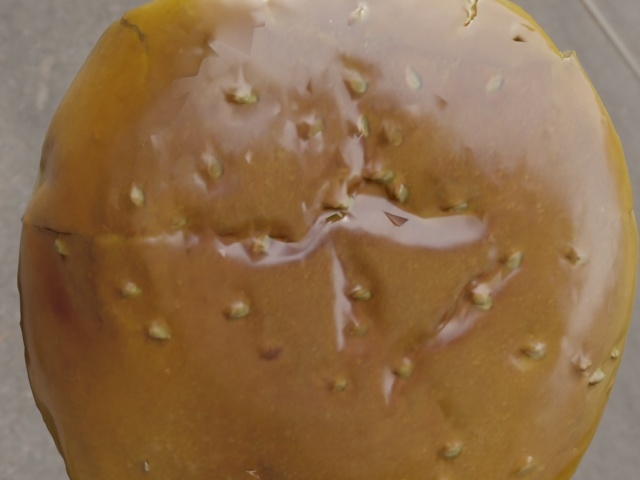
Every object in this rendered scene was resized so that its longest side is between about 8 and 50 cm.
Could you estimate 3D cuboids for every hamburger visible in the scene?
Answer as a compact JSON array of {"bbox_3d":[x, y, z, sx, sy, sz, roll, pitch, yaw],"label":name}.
[{"bbox_3d":[0.002,0.019,0.757,0.289,0.314,0.170,5,7,-7],"label":"hamburger"}]
